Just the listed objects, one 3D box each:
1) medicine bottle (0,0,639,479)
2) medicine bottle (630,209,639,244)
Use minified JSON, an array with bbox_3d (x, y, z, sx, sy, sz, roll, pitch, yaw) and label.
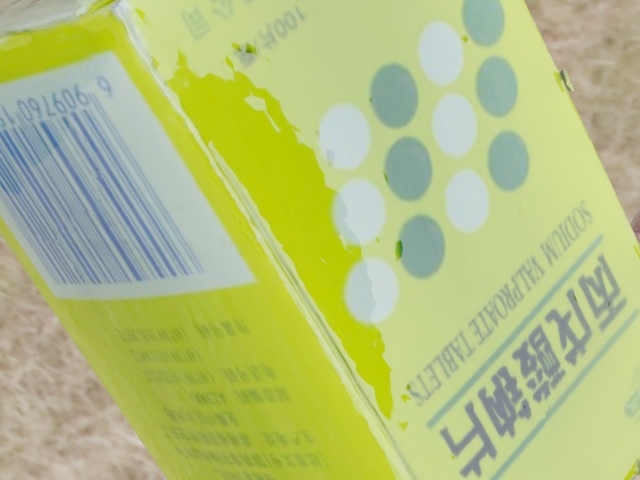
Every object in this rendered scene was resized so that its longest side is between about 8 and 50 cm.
[{"bbox_3d":[0.000,0.000,0.563,0.137,0.141,0.250,-45,116,-35],"label":"medicine bottle"},{"bbox_3d":[0.302,0.059,1.052,0.147,0.247,0.147,-20,130,-26],"label":"medicine bottle"}]
